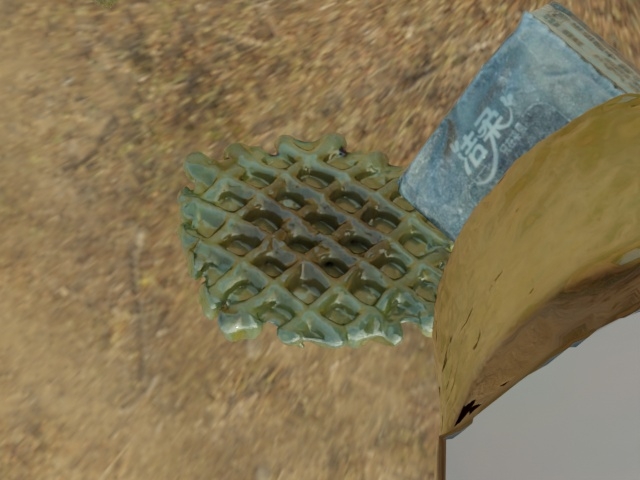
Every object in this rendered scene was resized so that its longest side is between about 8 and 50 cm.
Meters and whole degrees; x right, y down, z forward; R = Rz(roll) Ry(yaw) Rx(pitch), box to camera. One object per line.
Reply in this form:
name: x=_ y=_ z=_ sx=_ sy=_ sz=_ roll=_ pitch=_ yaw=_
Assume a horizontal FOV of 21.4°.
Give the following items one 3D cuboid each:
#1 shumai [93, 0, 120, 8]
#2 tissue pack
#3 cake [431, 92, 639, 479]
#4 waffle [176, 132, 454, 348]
shumai: x=-0.163 y=-0.259 z=1.433 sx=0.087 sy=0.124 sz=0.099 roll=-27 pitch=94 yaw=-22
tissue pack: x=0.252 y=-0.033 z=1.525 sx=0.315 sy=0.103 sz=0.228 roll=42 pitch=121 yaw=11
cake: x=0.121 y=0.032 z=0.521 sx=0.207 sy=0.178 sz=0.185 roll=22 pitch=122 yaw=-19
waffle: x=0.000 y=0.000 z=1.740 sx=0.292 sy=0.309 sz=0.056 roll=-2 pitch=132 yaw=-13
